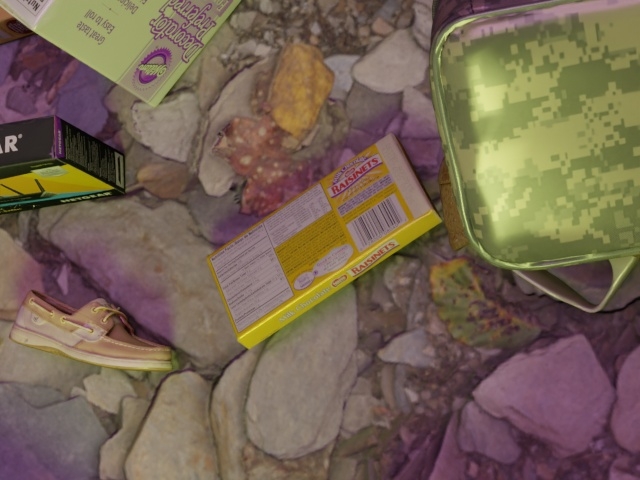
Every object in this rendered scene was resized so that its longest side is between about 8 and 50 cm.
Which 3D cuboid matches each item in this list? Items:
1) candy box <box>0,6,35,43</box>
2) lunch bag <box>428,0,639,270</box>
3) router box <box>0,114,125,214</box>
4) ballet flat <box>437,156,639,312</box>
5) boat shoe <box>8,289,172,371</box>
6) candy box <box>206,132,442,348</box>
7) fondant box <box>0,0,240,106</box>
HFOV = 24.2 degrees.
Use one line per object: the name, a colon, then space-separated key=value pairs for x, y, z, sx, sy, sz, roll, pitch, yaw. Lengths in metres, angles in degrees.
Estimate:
candy box: x=-0.286 y=-0.264 z=1.475 sx=0.187 sy=0.053 sz=0.109 roll=-14 pitch=74 yaw=18
lunch bag: x=0.235 y=-0.131 z=1.080 sx=0.305 sy=0.256 sz=0.212 roll=-11 pitch=116 yaw=10
router box: x=-0.291 y=-0.065 z=1.388 sx=0.179 sy=0.133 sz=0.046 roll=-8 pitch=75 yaw=19
ballet flat: x=0.249 y=0.003 z=1.195 sx=0.342 sy=0.116 sz=0.124 roll=13 pitch=103 yaw=23
boat shoe: x=-0.208 y=0.081 z=1.363 sx=0.170 sy=0.063 sz=0.059 roll=11 pitch=88 yaw=23
candy box: x=0.000 y=0.000 z=1.307 sx=0.206 sy=0.027 sz=0.105 roll=-34 pitch=46 yaw=11
fondant box: x=-0.123 y=-0.300 z=1.321 sx=0.096 sy=0.238 sz=0.330 roll=42 pitch=94 yaw=22
